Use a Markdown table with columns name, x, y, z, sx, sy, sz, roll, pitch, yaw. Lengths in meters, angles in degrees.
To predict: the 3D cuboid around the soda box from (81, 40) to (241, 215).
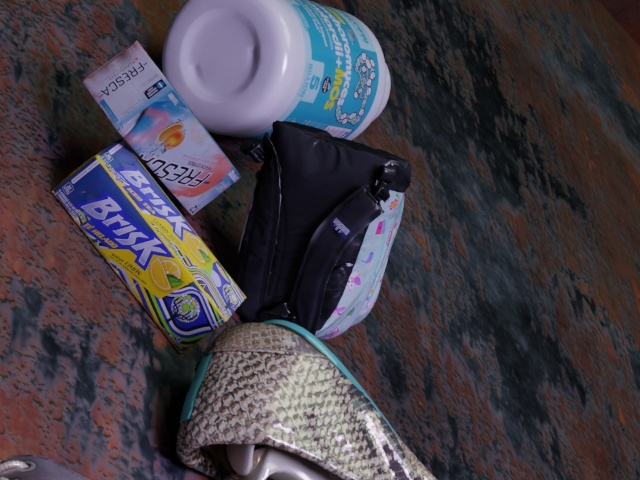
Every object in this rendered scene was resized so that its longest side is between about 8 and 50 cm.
| name | x | y | z | sx | sy | sz | roll | pitch | yaw |
| --- | --- | --- | --- | --- | --- | --- | --- | --- | --- |
| soda box | -0.130 | -0.091 | 1.486 | 0.063 | 0.058 | 0.183 | 52 | 0 | 27 |

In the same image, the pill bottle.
| name | x | y | z | sx | sy | sz | roll | pitch | yaw |
| --- | --- | --- | --- | --- | --- | --- | --- | --- | --- |
| pill bottle | -0.029 | -0.167 | 1.751 | 0.264 | 0.146 | 0.146 | 3 | 55 | -61 |

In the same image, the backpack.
| name | x | y | z | sx | sy | sz | roll | pitch | yaw |
| --- | --- | --- | --- | --- | --- | --- | --- | --- | --- |
| backpack | 0.000 | 0.000 | 1.546 | 0.152 | 0.182 | 0.115 | 21 | 10 | 31 |

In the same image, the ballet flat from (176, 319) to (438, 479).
| name | x | y | z | sx | sy | sz | roll | pitch | yaw |
| --- | --- | --- | --- | --- | --- | --- | --- | --- | --- |
| ballet flat | 0.070 | 0.267 | 1.387 | 0.483 | 0.164 | 0.182 | 42 | 47 | -14 |

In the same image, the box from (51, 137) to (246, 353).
| name | x | y | z | sx | sy | sz | roll | pitch | yaw |
| --- | --- | --- | --- | --- | --- | --- | --- | --- | --- |
| box | -0.137 | 0.003 | 1.432 | 0.169 | 0.054 | 0.059 | 52 | 23 | -5 |

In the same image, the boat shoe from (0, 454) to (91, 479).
| name | x | y | z | sx | sy | sz | roll | pitch | yaw |
| --- | --- | --- | --- | --- | --- | --- | --- | --- | --- |
| boat shoe | -0.174 | 0.203 | 1.030 | 0.130 | 0.132 | 0.355 | 54 | 12 | 25 |
